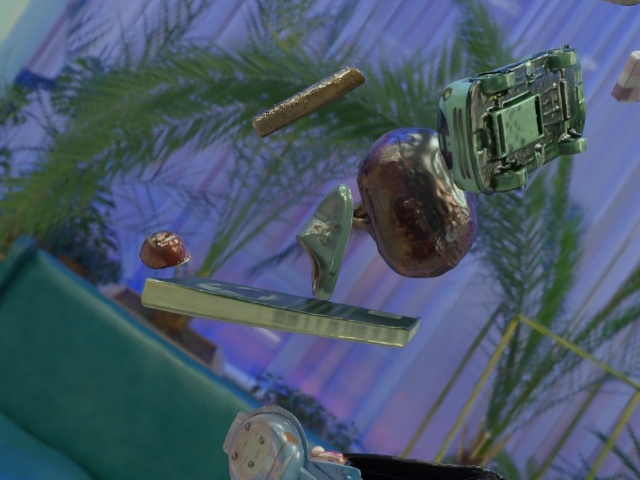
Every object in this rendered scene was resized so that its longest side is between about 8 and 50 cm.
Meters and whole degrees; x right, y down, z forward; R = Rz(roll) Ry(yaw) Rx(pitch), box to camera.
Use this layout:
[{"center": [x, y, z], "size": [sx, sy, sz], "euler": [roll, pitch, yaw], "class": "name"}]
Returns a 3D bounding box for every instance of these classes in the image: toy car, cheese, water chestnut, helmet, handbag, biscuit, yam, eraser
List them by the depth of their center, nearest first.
[{"center": [-0.014, -0.165, 1.181], "size": [0.032, 0.145, 0.032], "euler": [56, -12, 18], "class": "yam"}, {"center": [0.230, -0.153, 1.230], "size": [0.125, 0.136, 0.306], "euler": [2, 19, 37], "class": "toy car"}, {"center": [-0.049, 0.297, 1.290], "size": [0.052, 0.135, 0.245], "euler": [22, 3, -44], "class": "cheese"}, {"center": [-0.240, 0.007, 1.558], "size": [0.084, 0.049, 0.065], "euler": [-15, 45, -35], "class": "helmet"}, {"center": [0.219, 0.493, 1.912], "size": [0.329, 0.121, 0.303], "euler": [4, -18, 29], "class": "handbag"}, {"center": [0.618, -0.320, 1.954], "size": [0.065, 0.105, 0.026], "euler": [-6, 43, -31], "class": "eraser"}, {"center": [0.180, -0.074, 2.172], "size": [0.350, 0.302, 0.350], "euler": [-19, 90, -78], "class": "water chestnut"}, {"center": [0.068, 0.493, 2.190], "size": [0.205, 0.049, 0.324], "euler": [6, -5, 41], "class": "biscuit"}]

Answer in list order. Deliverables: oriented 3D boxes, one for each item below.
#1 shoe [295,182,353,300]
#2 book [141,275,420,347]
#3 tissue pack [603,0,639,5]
[{"center": [0.000, 0.000, 1.618], "size": [0.078, 0.195, 0.079], "euler": [8, 3, -15], "class": "shoe"}, {"center": [-0.045, 0.102, 1.453], "size": [0.371, 0.043, 0.260], "euler": [10, 1, 10], "class": "book"}, {"center": [0.372, -0.391, 1.282], "size": [0.103, 0.170, 0.090], "euler": [13, -34, -18], "class": "tissue pack"}]
